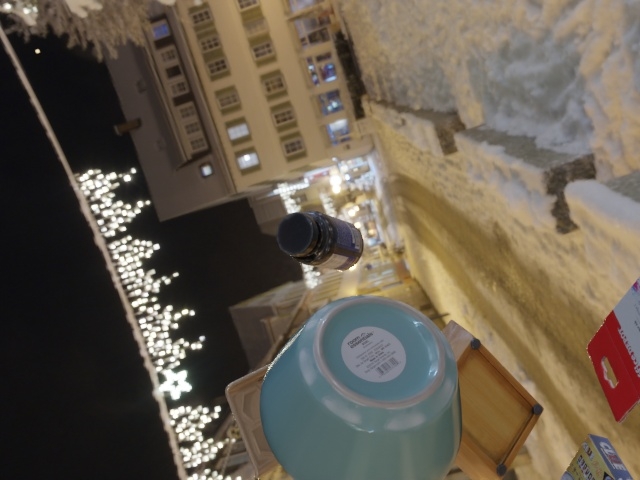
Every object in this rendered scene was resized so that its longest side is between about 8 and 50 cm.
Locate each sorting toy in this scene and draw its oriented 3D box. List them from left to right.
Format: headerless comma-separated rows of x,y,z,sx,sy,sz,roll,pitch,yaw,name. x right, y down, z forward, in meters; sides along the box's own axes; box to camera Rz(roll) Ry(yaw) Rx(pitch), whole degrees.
-0.103,0.376,1.282,0.193,0.038,0.208,-18,-92,-45,sorting toy

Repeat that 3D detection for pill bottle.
0.000,0.000,1.330,0.219,0.123,0.122,16,-125,-59,pill bottle

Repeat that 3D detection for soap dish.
0.325,0.350,1.263,0.291,0.229,0.118,45,160,-11,soap dish

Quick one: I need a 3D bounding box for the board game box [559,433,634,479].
0.484,0.476,1.000,0.243,0.042,0.165,-90,17,-65,board game box

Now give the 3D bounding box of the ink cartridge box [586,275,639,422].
0.418,0.102,0.683,0.134,0.078,0.231,-83,11,-54,ink cartridge box

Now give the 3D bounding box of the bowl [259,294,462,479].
0.073,0.200,0.850,0.163,0.312,0.311,101,164,-45,bowl
